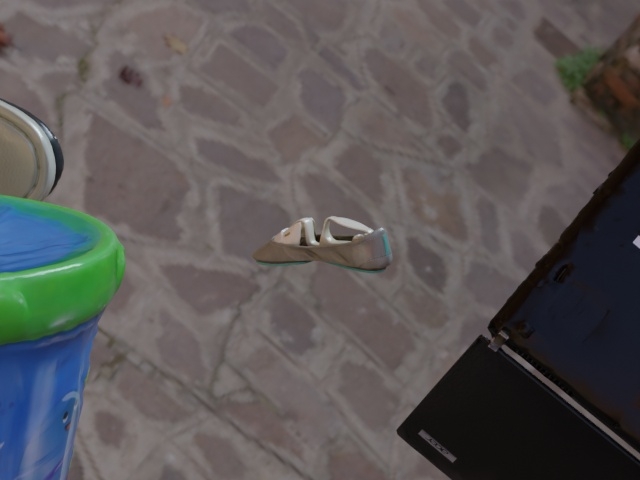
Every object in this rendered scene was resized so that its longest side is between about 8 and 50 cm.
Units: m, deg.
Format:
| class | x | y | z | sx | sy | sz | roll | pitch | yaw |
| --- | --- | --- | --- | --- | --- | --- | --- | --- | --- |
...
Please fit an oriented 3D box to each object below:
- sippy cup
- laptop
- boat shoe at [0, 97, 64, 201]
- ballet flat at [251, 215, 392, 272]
| class | x | y | z | sx | sy | sz | roll | pitch | yaw |
| --- | --- | --- | --- | --- | --- | --- | --- | --- | --- |
| sippy cup | -0.231 | 0.100 | 0.652 | 0.306 | 0.224 | 0.240 | -4 | 14 | -37 |
| laptop | 0.219 | 0.104 | 0.795 | 0.234 | 0.264 | 0.136 | 39 | 1 | 6 |
| boat shoe | -0.331 | -0.067 | 1.020 | 0.113 | 0.340 | 0.127 | -20 | 101 | -59 |
| ballet flat | 0.000 | 0.000 | 1.585 | 0.072 | 0.213 | 0.068 | -26 | 115 | -52 |
